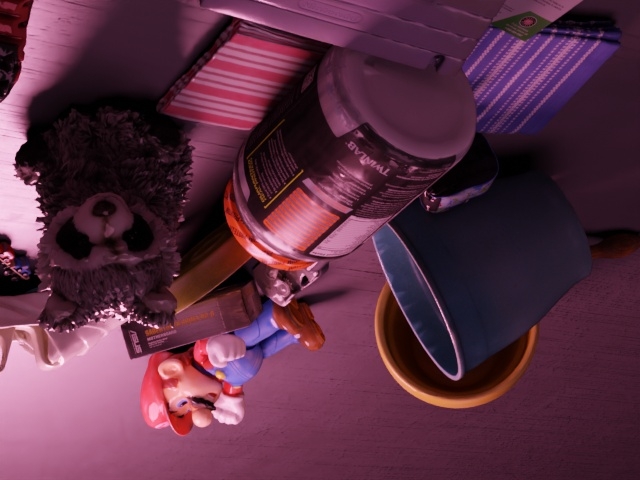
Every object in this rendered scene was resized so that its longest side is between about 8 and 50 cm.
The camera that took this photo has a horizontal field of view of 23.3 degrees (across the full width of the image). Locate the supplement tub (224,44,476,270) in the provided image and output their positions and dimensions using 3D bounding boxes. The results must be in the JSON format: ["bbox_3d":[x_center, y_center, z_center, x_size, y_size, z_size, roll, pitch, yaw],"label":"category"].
[{"bbox_3d":[0.025,-0.106,1.944,0.207,0.207,0.338,5,151,-32],"label":"supplement tub"}]

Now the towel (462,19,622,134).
[{"bbox_3d":[0.204,-0.223,2.043,0.336,0.040,0.243,3,149,-26],"label":"towel"}]

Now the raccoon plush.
[{"bbox_3d":[-0.232,0.036,1.988,0.216,0.299,0.446,-14,152,11],"label":"raccoon plush"}]

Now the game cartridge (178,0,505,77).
[{"bbox_3d":[0.033,-0.310,1.702,0.355,0.068,0.230,14,138,-16],"label":"game cartridge"}]

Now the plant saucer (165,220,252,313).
[{"bbox_3d":[-0.146,0.020,2.162,0.241,0.037,0.241,-37,-170,8],"label":"plant saucer"}]

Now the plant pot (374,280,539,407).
[{"bbox_3d":[0.220,0.150,2.501,0.254,0.254,0.239,-16,167,2],"label":"plant pot"}]

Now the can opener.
[{"bbox_3d":[0.000,0.000,2.312,0.095,0.076,0.283,-32,171,-49],"label":"can opener"}]

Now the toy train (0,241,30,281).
[{"bbox_3d":[-0.445,0.017,2.156,0.036,0.027,0.158,-29,150,4],"label":"toy train"}]

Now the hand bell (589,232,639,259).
[{"bbox_3d":[0.433,0.022,2.521,0.242,0.126,0.126,-12,153,-30],"label":"hand bell"}]

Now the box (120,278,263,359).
[{"bbox_3d":[-0.186,0.115,2.306,0.183,0.056,0.231,-17,-178,4],"label":"box"}]

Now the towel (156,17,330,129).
[{"bbox_3d":[-0.097,-0.205,1.936,0.144,0.029,0.197,10,145,-36],"label":"towel"}]

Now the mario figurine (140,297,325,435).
[{"bbox_3d":[-0.144,0.223,2.496,0.321,0.170,0.198,-32,113,14],"label":"mario figurine"}]

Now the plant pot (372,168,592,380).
[{"bbox_3d":[0.247,0.029,2.282,0.255,0.271,0.271,-26,152,-9],"label":"plant pot"}]

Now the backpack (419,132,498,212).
[{"bbox_3d":[0.184,-0.099,2.171,0.114,0.105,0.084,-17,159,-12],"label":"backpack"}]

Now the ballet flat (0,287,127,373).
[{"bbox_3d":[-0.440,0.133,2.244,0.400,0.139,0.139,-1,148,-25],"label":"ballet flat"}]

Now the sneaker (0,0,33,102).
[{"bbox_3d":[-0.335,-0.281,1.623,0.098,0.135,0.276,13,118,-21],"label":"sneaker"}]

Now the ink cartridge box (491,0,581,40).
[{"bbox_3d":[0.262,-0.340,1.803,0.208,0.086,0.153,-34,145,32],"label":"ink cartridge box"}]
